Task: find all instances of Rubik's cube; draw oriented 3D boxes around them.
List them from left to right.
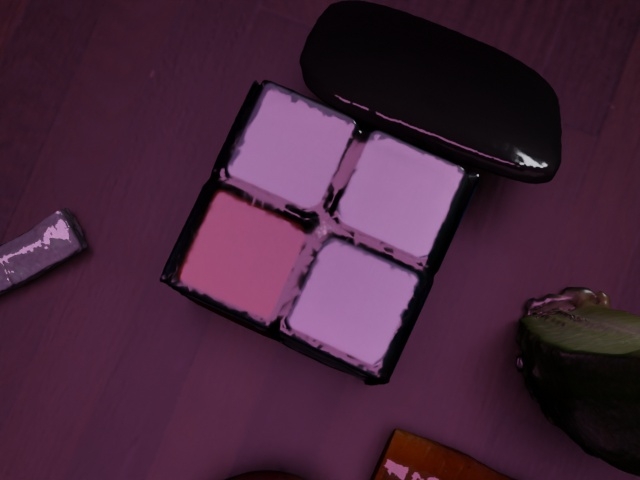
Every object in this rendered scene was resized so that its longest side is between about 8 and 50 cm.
[{"bbox_3d":[0.000,0.001,0.861,0.180,0.183,0.167,24,82,1],"label":"Rubik's cube"}]

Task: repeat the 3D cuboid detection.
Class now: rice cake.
[{"bbox_3d":[-0.309,0.043,0.920,0.245,0.042,0.045,-25,96,-4],"label":"rice cake"}]

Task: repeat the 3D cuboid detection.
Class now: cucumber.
[{"bbox_3d":[0.217,0.111,0.781,0.105,0.325,0.145,-21,90,-3],"label":"cucumber"}]

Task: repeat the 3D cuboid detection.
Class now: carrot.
[{"bbox_3d":[0.130,0.217,0.884,0.193,0.087,0.087,35,84,6],"label":"carrot"}]

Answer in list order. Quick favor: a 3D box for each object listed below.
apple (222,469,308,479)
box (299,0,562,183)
[{"bbox_3d":[-0.046,0.252,0.860,0.154,0.120,0.153,0,87,-5],"label":"apple"},{"bbox_3d":[0.088,-0.119,0.883,0.213,0.201,0.042,21,122,0],"label":"box"}]
